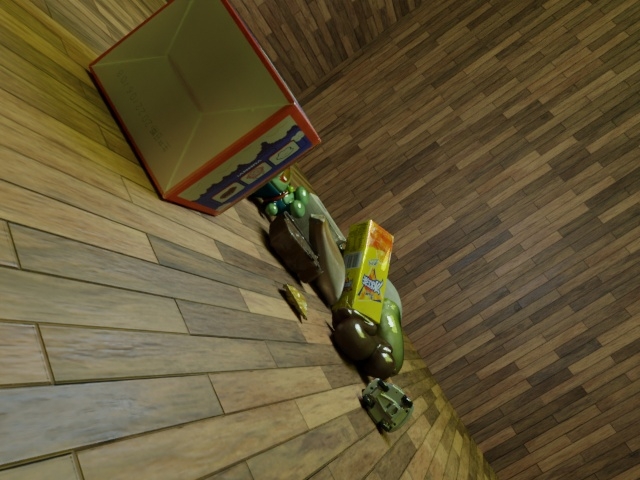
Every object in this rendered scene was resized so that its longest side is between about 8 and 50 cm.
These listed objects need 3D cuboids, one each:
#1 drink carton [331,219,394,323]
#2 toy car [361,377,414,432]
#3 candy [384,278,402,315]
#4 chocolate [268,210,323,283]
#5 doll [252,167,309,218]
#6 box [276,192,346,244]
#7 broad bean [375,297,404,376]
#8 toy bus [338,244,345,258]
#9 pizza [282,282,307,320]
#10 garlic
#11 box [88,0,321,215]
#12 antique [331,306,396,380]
[{"bbox_3d":[0.160,0.117,1.646,0.155,0.111,0.351,33,58,-34],"label":"drink carton"},{"bbox_3d":[0.173,0.439,1.247,0.139,0.112,0.112,46,-7,0],"label":"toy car"},{"bbox_3d":[0.245,0.282,1.989,0.295,0.185,0.295,43,28,-30],"label":"candy"},{"bbox_3d":[-0.085,0.024,1.401,0.214,0.093,0.148,52,7,-27],"label":"chocolate"},{"bbox_3d":[-0.172,-0.209,1.529,0.198,0.186,0.321,-73,145,-54],"label":"doll"},{"bbox_3d":[-0.036,-0.040,1.679,0.211,0.168,0.095,58,11,13],"label":"box"},{"bbox_3d":[0.242,0.352,1.668,0.238,0.119,0.290,73,14,-74],"label":"broad bean"},{"bbox_3d":[0.000,0.000,1.791,0.330,0.152,0.144,56,7,9],"label":"toy bus"},{"bbox_3d":[-0.063,0.166,1.194,0.123,0.026,0.108,48,13,-56],"label":"pizza"},{"bbox_3d":[0.016,0.059,1.550,0.143,0.112,0.317,-148,-140,-70],"label":"garlic"},{"bbox_3d":[-0.233,-0.290,0.988,0.348,0.319,0.257,56,8,11],"label":"box"},{"bbox_3d":[0.138,0.329,1.385,0.256,0.121,0.143,51,11,-21],"label":"antique"}]
